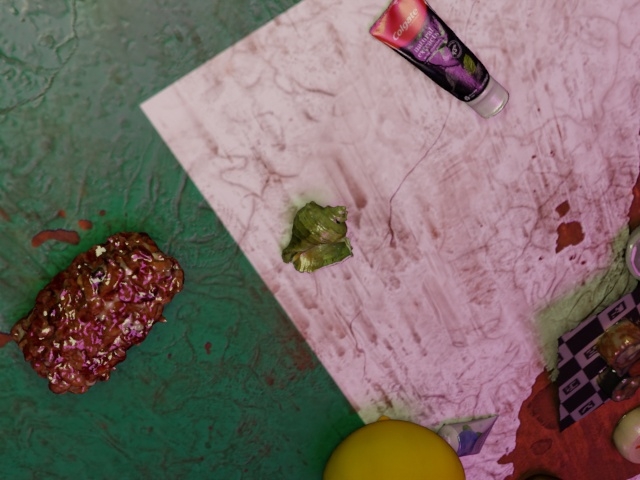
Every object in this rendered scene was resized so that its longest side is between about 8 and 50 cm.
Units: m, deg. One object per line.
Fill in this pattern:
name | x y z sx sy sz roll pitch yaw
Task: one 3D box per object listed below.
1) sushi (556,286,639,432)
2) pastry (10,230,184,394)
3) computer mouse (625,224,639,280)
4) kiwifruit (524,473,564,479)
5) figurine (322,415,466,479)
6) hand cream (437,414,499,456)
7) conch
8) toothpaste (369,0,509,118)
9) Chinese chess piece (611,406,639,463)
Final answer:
sushi | 0.552 0.194 1.173 0.320 0.069 0.339 -30 137 -7
pastry | -0.247 0.076 0.780 0.208 0.097 0.115 -47 131 7
computer mouse | 0.555 -0.008 1.109 0.182 0.056 0.089 -33 107 -1
kiwifruit | 0.429 0.483 1.321 0.124 0.075 0.075 23 106 -36
figurine | 0.126 0.422 1.097 0.215 0.187 0.343 -16 130 -1
hand cream | 0.242 0.334 1.173 0.142 0.053 0.084 7 114 -38
conch | 0.000 0.000 0.859 0.089 0.074 0.121 41 121 -2
toothpaste | 0.145 -0.215 0.828 0.193 0.045 0.071 35 99 -28
Chinese chess piece | 0.633 0.378 1.364 0.122 0.051 0.122 -11 121 -19
